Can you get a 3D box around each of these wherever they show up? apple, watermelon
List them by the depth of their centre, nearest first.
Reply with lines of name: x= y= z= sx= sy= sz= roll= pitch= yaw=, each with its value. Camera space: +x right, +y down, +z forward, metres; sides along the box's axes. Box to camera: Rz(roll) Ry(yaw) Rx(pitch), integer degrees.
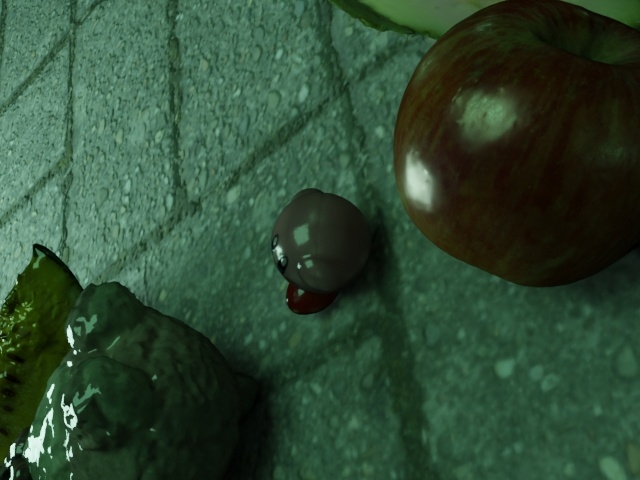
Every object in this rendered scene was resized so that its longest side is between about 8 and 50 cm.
apple: x=0.106 y=-0.046 z=0.457 sx=0.146 sy=0.146 sz=0.131 roll=62 pitch=142 yaw=44
watermelon: x=-0.269 y=0.156 z=0.792 sx=0.123 sy=0.129 sz=0.301 roll=25 pitch=86 yaw=49

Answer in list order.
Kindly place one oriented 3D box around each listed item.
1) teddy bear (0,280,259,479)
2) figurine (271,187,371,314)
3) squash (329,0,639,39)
teddy bear: x=-0.166 y=0.169 z=0.656 sx=0.267 sy=0.151 sz=0.236 roll=-47 pitch=27 yaw=18
figurine: x=0.000 y=0.000 z=0.612 sx=0.067 sy=0.071 sz=0.083 roll=-11 pitch=65 yaw=-1
squash: x=0.104 y=-0.328 z=0.504 sx=0.263 sy=0.263 sz=0.384 roll=2 pitch=75 yaw=49
